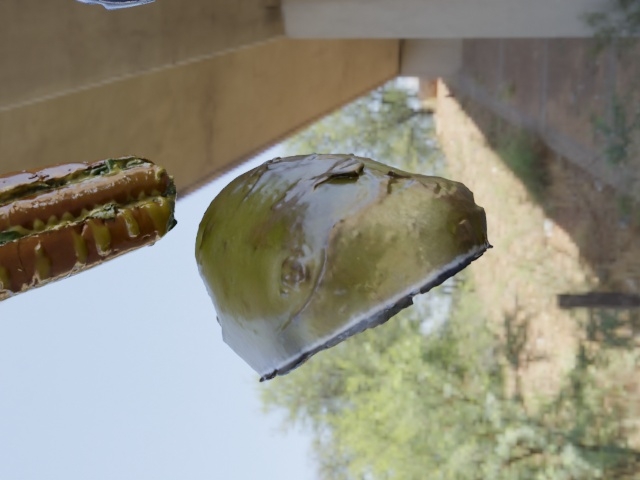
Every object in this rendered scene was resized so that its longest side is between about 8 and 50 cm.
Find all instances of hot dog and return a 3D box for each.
[{"bbox_3d":[-0.259,-0.019,1.018,0.115,0.269,0.072,56,148,14],"label":"hot dog"}]

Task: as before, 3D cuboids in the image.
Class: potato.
[{"bbox_3d":[0.000,0.000,1.027,0.246,0.300,0.196,-31,-90,-39],"label":"potato"}]

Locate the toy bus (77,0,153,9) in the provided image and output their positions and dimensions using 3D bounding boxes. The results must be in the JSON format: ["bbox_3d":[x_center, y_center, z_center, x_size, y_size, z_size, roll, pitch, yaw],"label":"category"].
[{"bbox_3d":[-0.139,-0.196,0.371,0.292,0.133,0.125,75,-177,-69],"label":"toy bus"}]
